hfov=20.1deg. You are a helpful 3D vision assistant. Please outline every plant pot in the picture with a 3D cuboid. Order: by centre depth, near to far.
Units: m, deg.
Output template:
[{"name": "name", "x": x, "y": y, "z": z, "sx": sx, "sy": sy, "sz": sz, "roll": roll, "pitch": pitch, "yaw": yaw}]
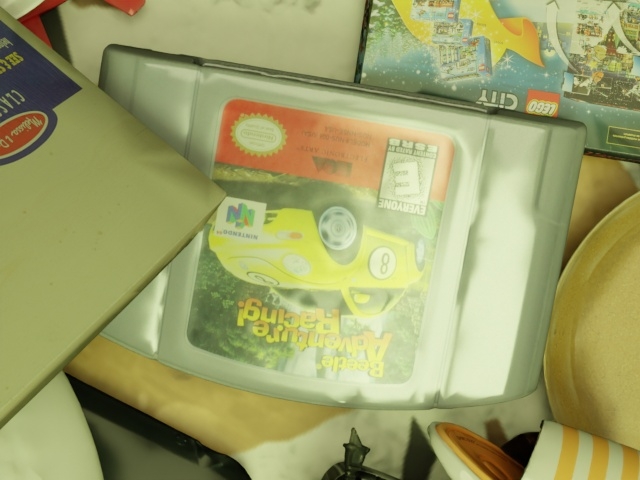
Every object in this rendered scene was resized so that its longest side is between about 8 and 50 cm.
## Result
[{"name": "plant pot", "x": 0.257, "y": 0.070, "z": 1.139, "sx": 0.236, "sy": 0.032, "sz": 0.236, "roll": 0, "pitch": 95, "yaw": 1}]

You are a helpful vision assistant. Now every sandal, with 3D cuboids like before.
[{"name": "sandal", "x": 0.184, "y": 0.164, "z": 1.087, "sx": 0.265, "sy": 0.102, "sz": 0.076, "roll": 33, "pitch": 101, "yaw": -10}]

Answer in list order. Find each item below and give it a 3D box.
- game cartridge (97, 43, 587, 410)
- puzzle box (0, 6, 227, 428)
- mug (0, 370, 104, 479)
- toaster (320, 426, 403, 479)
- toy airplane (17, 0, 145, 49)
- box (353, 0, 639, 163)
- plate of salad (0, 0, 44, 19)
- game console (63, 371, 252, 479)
[{"name": "game cartridge", "x": 0.000, "y": 0.000, "z": 1.098, "sx": 0.294, "sy": 0.060, "sz": 0.196, "roll": 9, "pitch": 105, "yaw": 1}, {"name": "puzzle box", "x": -0.239, "y": -0.013, "z": 0.877, "sx": 0.272, "sy": 0.409, "sz": 0.052, "roll": 39, "pitch": 123, "yaw": 2}, {"name": "mug", "x": -0.305, "y": 0.115, "z": 0.920, "sx": 0.328, "sy": 0.276, "sz": 0.374, "roll": -23, "pitch": 96, "yaw": -35}, {"name": "toaster", "x": 0.050, "y": 0.228, "z": 1.091, "sx": 0.168, "sy": 0.110, "sz": 0.185, "roll": 25, "pitch": 87, "yaw": -4}, {"name": "toy airplane", "x": -0.176, "y": -0.148, "z": 1.123, "sx": 0.151, "sy": 0.028, "sz": 0.151, "roll": -1, "pitch": 76, "yaw": 5}, {"name": "box", "x": 0.144, "y": -0.139, "z": 1.140, "sx": 0.233, "sy": 0.044, "sz": 0.159, "roll": 9, "pitch": 88, "yaw": -4}, {"name": "plate of salad", "x": -0.223, "y": -0.205, "z": 1.104, "sx": 0.200, "sy": 0.048, "sz": 0.200, "roll": -4, "pitch": 69, "yaw": 10}, {"name": "game console", "x": -0.279, "y": 0.209, "z": 1.093, "sx": 0.386, "sy": 0.060, "sz": 0.342, "roll": 28, "pitch": 87, "yaw": -4}]
